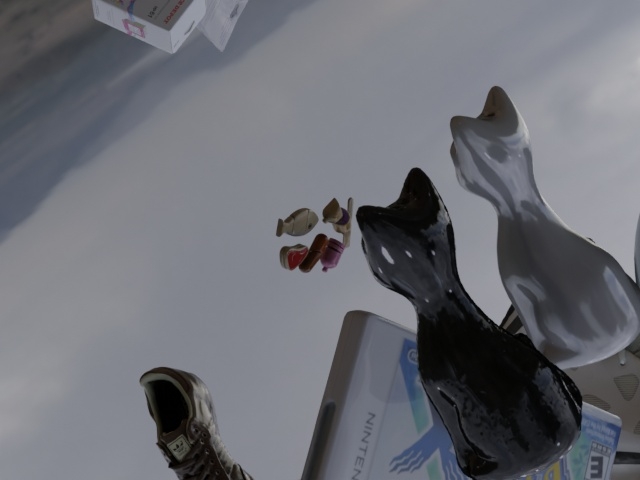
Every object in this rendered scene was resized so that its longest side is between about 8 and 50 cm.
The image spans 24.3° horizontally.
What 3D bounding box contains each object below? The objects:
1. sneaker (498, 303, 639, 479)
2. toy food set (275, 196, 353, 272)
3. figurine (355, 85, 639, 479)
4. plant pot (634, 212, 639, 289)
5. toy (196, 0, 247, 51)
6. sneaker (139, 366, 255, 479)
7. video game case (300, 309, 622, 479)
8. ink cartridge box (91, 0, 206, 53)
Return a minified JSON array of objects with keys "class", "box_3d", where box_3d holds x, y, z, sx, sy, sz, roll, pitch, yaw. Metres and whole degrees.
[{"class":"sneaker","box_3d":[0.336,0.122,1.547,0.169,0.258,0.447,-19,178,-44]},{"class":"toy food set","box_3d":[0.000,0.000,1.483,0.019,0.078,0.122,21,-151,33]},{"class":"figurine","box_3d":[0.122,0.019,1.019,0.092,0.209,0.215,-17,-160,40]},{"class":"plant pot","box_3d":[0.375,0.003,1.194,0.290,0.290,0.195,-36,-167,2]},{"class":"toy","box_3d":[-0.203,-0.384,2.062,0.056,0.237,0.137,-5,-129,43]},{"class":"sneaker","box_3d":[-0.109,0.192,1.280,0.066,0.188,0.071,-38,149,14]},{"class":"video game case","box_3d":[0.112,0.250,1.260,0.036,0.329,0.300,0,-109,52]},{"class":"ink cartridge box","box_3d":[-0.221,-0.308,1.931,0.088,0.122,0.052,-58,166,-27]}]
